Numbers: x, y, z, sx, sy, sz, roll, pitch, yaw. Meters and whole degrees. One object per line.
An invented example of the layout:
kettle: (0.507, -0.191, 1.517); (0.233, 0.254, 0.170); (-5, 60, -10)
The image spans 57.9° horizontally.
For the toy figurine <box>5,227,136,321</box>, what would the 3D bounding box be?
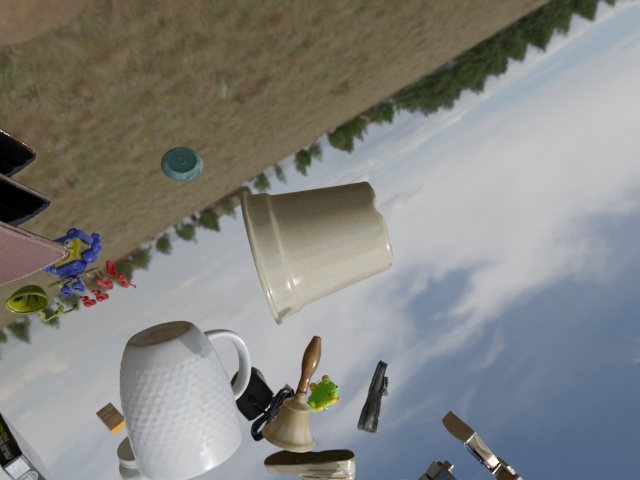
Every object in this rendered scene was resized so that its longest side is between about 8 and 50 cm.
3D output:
toy figurine: (-0.747, 0.074, 1.731); (0.362, 0.217, 0.191); (-21, 154, 14)

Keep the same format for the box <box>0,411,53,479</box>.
box: (-0.852, 0.632, 1.652); (0.060, 0.270, 0.216); (-36, -134, -27)

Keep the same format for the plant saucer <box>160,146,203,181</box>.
plant saucer: (-0.399, -0.225, 1.663); (0.119, 0.119, 0.021); (-36, 166, -25)

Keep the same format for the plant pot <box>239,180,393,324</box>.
plant pot: (0.000, 0.000, 1.396); (0.305, 0.334, 0.334); (-17, -172, -1)

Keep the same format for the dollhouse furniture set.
dollhouse furniture set: (0.429, 0.767, 1.855); (0.303, 0.198, 0.286); (-45, -154, -7)

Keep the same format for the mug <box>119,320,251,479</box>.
mug: (-0.334, 0.372, 1.502); (0.276, 0.328, 0.374); (1, -162, 45)

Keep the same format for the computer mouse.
computer mouse: (-0.210, 0.471, 1.795); (0.188, 0.072, 0.272); (-52, -143, -6)

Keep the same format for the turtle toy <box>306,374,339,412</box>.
turtle toy: (0.006, 0.477, 1.761); (0.130, 0.066, 0.095); (-35, -133, 16)

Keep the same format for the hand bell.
hand bell: (-0.041, 0.329, 1.289); (0.126, 0.126, 0.242); (-126, -129, -82)

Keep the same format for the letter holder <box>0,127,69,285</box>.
letter holder: (-0.548, -0.034, 0.888); (0.301, 0.152, 0.214); (-18, 150, 25)

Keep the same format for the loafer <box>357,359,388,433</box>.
loafer: (0.214, 0.584, 2.154); (0.096, 0.084, 0.268); (42, 67, -78)

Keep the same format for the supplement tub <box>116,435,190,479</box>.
supplement tub: (-0.668, 0.947, 2.337); (0.240, 0.332, 0.241); (-12, -160, 4)

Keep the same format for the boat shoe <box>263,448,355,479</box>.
boat shoe: (-0.036, 0.751, 1.902); (0.302, 0.098, 0.109); (-3, -172, 2)

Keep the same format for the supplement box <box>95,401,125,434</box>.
supplement box: (-0.730, 0.623, 2.022); (0.062, 0.098, 0.036); (-37, 147, -33)
